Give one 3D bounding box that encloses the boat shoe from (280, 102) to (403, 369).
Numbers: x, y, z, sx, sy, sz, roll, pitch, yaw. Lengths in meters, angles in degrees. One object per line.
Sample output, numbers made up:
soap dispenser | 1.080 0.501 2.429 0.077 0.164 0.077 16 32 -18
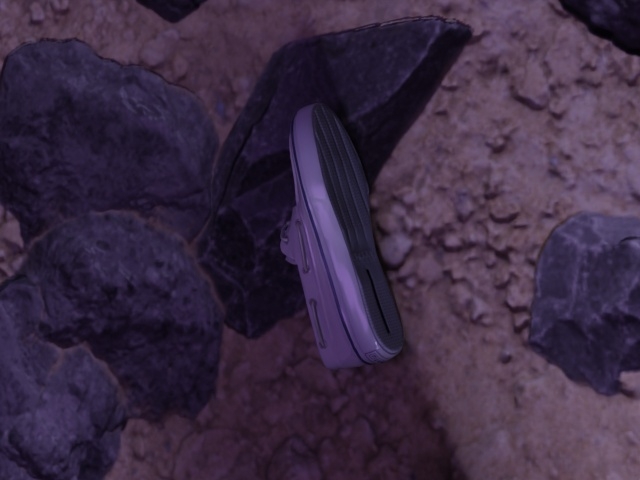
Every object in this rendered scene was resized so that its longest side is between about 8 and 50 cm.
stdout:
boat shoe | 0.000 0.000 1.552 0.076 0.083 0.226 -20 78 28
